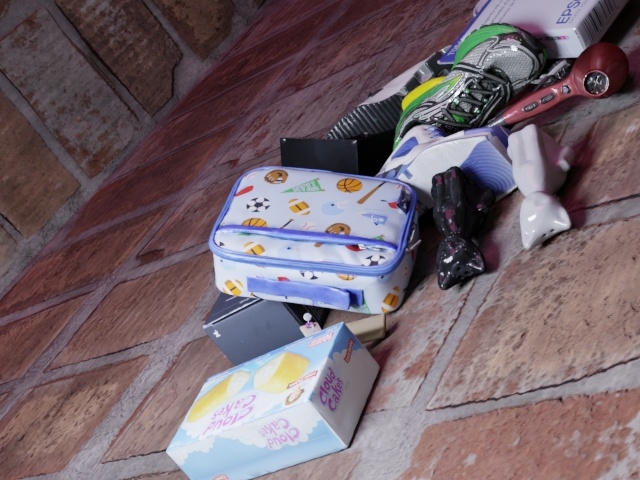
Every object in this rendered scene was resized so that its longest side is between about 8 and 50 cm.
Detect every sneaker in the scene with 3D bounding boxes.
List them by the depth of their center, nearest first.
[{"bbox_3d":[0.184,-0.125,1.873,0.315,0.127,0.182,-24,26,41],"label":"sneaker"},{"bbox_3d":[0.247,-0.227,1.999,0.343,0.134,0.146,-42,21,46],"label":"sneaker"},{"bbox_3d":[0.142,-0.234,2.243,0.330,0.122,0.146,-35,8,-4],"label":"sneaker"}]

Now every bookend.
[{"bbox_3d":[0.037,-0.155,2.120,0.156,0.072,0.157,5,15,32],"label":"bookend"}]

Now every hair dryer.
[{"bbox_3d":[0.366,-0.215,1.815,0.223,0.080,0.293,-40,5,-17],"label":"hair dryer"}]

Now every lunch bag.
[{"bbox_3d":[0.000,0.000,1.760,0.303,0.115,0.243,6,37,13],"label":"lunch bag"}]

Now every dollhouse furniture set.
[{"bbox_3d":[0.031,0.133,1.674,0.114,0.091,0.081,-14,34,-15],"label":"dollhouse furniture set"}]

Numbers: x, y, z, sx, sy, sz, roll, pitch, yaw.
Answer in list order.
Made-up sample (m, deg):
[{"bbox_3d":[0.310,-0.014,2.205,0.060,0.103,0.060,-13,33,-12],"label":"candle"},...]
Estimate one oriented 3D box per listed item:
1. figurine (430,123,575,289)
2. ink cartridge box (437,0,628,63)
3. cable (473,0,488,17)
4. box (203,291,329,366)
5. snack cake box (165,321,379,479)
[{"bbox_3d":[0.249,-0.039,1.648,0.214,0.092,0.209,-28,29,26],"label":"figurine"},{"bbox_3d":[0.390,-0.433,2.076,0.330,0.071,0.324,7,50,46],"label":"ink cartridge box"},{"bbox_3d":[0.412,-0.465,2.282,0.257,0.089,0.257,-14,31,51],"label":"cable"},{"bbox_3d":[-0.069,0.087,1.884,0.153,0.108,0.207,-26,23,31],"label":"box"},{"bbox_3d":[-0.063,0.224,1.593,0.264,0.089,0.152,-25,22,35],"label":"snack cake box"}]
